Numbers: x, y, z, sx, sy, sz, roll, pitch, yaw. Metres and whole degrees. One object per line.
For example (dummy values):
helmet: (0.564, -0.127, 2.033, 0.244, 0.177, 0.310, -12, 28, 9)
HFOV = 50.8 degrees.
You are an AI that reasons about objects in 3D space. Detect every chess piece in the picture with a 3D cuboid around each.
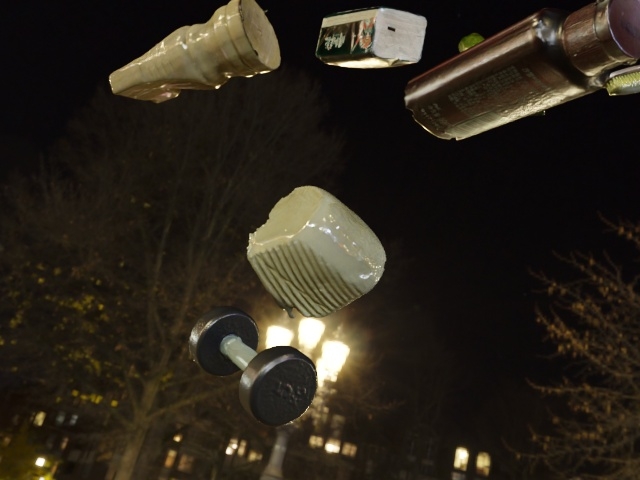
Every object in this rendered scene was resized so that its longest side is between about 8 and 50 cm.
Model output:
chess piece: (-0.230, -0.318, 1.202, 0.301, 0.137, 0.137, -16, -39, 21)

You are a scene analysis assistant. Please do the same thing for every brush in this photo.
brush: (0.749, -0.403, 1.775, 0.313, 0.067, 0.072, -14, -25, -10)

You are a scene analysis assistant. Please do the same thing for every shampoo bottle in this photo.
shampoo bottle: (0.239, -0.203, 0.818, 0.129, 0.084, 0.323, 27, -17, -21)

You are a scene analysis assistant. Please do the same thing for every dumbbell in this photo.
dumbbell: (-0.093, 0.161, 0.892, 0.100, 0.100, 0.191, 38, -10, -36)

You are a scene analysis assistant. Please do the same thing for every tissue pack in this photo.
tissue pack: (0.080, -0.330, 1.108, 0.103, 0.090, 0.170, 2, 11, -31)

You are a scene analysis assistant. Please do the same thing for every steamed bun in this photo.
steamed bun: (0.000, 0.000, 1.605, 0.273, 0.272, 0.290, -21, -49, 33)

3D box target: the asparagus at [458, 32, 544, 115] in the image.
asparagus: (0.389, -0.359, 1.464, 0.067, 0.278, 0.060, 9, -51, -36)
